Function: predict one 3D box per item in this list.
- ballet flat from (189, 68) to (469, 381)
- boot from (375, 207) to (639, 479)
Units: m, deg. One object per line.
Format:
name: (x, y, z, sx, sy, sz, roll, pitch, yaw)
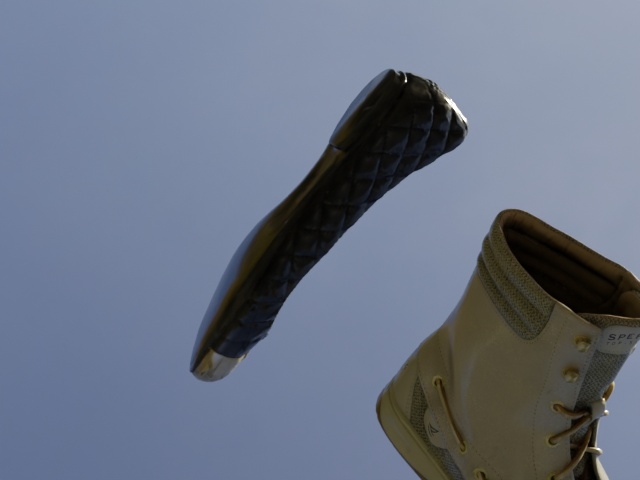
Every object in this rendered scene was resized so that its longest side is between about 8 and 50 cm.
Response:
ballet flat: (0.000, 0.000, 0.805, 0.173, 0.049, 0.057, -51, -161, 12)
boot: (0.137, 0.103, 0.959, 0.077, 0.165, 0.213, -20, -122, -45)
